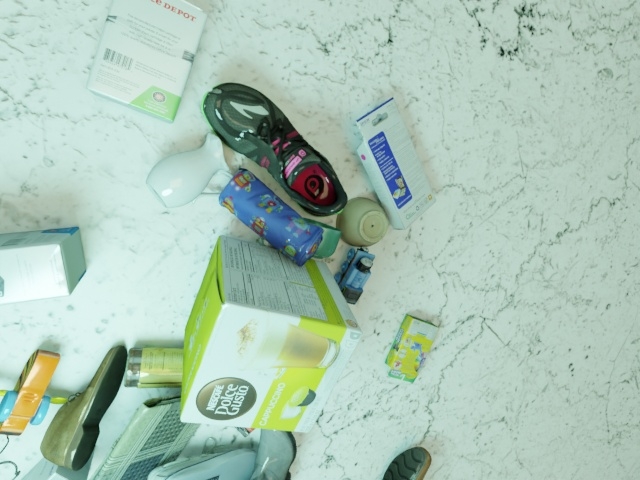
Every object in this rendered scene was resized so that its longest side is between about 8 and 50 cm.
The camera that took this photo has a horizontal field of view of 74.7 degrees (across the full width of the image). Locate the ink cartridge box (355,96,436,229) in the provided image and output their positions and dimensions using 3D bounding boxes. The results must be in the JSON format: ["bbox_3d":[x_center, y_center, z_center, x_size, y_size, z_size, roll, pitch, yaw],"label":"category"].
[{"bbox_3d":[0.227,-0.233,1.301,0.176,0.069,0.370,-39,114,-27],"label":"ink cartridge box"}]

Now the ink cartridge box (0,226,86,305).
[{"bbox_3d":[-0.721,0.060,0.939,0.308,0.223,0.128,-7,104,-19],"label":"ink cartridge box"}]

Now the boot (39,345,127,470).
[{"bbox_3d":[-0.607,0.411,1.082,0.115,0.112,0.305,11,61,10],"label":"boot"}]

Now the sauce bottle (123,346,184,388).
[{"bbox_3d":[-0.367,0.363,1.194,0.345,0.111,0.111,9,97,-23],"label":"sauce bottle"}]

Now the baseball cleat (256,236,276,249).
[{"bbox_3d":[-0.129,0.058,1.253,0.110,0.072,0.205,-11,114,-24],"label":"baseball cleat"}]

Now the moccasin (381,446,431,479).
[{"bbox_3d":[0.305,0.932,1.542,0.147,0.139,0.379,23,92,-24],"label":"moccasin"}]

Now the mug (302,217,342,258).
[{"bbox_3d":[-0.001,0.001,1.249,0.158,0.129,0.097,16,97,-23],"label":"mug"}]

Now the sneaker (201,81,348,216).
[{"bbox_3d":[-0.095,-0.243,1.126,0.483,0.202,0.185,38,85,-23],"label":"sneaker"}]

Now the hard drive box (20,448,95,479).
[{"bbox_3d":[-0.713,0.648,1.082,0.232,0.181,0.089,-46,111,-8],"label":"hard drive box"}]

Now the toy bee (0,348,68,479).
[{"bbox_3d":[-0.765,0.417,1.045,0.195,0.162,0.298,51,52,-27],"label":"toy bee"}]

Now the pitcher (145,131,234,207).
[{"bbox_3d":[-0.332,-0.158,1.108,0.207,0.126,0.177,-40,127,-21],"label":"pitcher"}]

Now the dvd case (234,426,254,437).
[{"bbox_3d":[-0.220,0.561,1.340,0.119,0.013,0.087,-39,111,-8],"label":"dvd case"}]

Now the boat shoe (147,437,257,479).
[{"bbox_3d":[-0.347,0.683,1.257,0.367,0.157,0.135,13,91,-51],"label":"boat shoe"}]

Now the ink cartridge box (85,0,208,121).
[{"bbox_3d":[-0.413,-0.450,1.012,0.199,0.115,0.272,18,94,-23],"label":"ink cartridge box"}]

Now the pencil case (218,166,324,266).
[{"bbox_3d":[-0.129,-0.064,1.137,0.306,0.119,0.133,38,44,8],"label":"pencil case"}]

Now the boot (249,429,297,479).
[{"bbox_3d":[-0.180,0.712,1.250,0.223,0.118,0.337,-29,125,-51],"label":"boot"}]

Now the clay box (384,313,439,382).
[{"bbox_3d":[0.318,0.384,1.486,0.128,0.053,0.221,23,93,-23],"label":"clay box"}]

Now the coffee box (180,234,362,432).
[{"bbox_3d":[-0.152,0.235,1.085,0.335,0.338,0.337,16,111,-22],"label":"coffee box"}]

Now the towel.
[{"bbox_3d":[-0.449,0.535,1.129,0.324,0.056,0.312,-54,153,2],"label":"towel"}]

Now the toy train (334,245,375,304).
[{"bbox_3d":[0.106,0.107,1.305,0.080,0.105,0.184,16,118,-23],"label":"toy train"}]

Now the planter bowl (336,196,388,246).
[{"bbox_3d":[0.142,-0.051,1.304,0.162,0.109,0.161,-4,101,-19],"label":"planter bowl"}]
